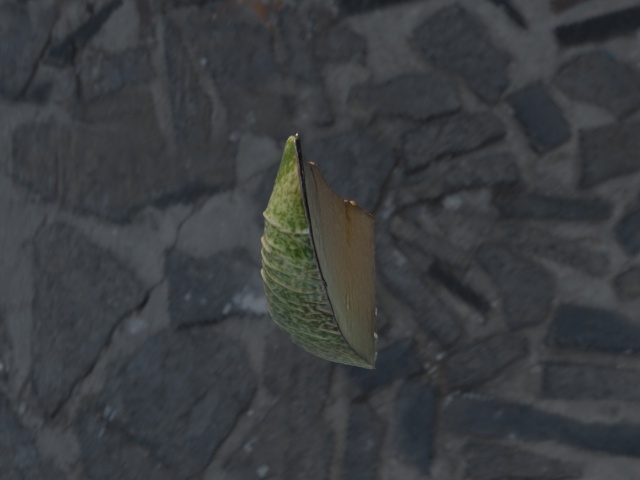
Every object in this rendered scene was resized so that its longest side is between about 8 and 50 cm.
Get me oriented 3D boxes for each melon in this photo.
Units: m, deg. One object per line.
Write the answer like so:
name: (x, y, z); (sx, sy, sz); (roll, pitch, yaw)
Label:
melon: (-0.001, 0.008, 0.898); (0.054, 0.182, 0.098); (9, 80, 16)
